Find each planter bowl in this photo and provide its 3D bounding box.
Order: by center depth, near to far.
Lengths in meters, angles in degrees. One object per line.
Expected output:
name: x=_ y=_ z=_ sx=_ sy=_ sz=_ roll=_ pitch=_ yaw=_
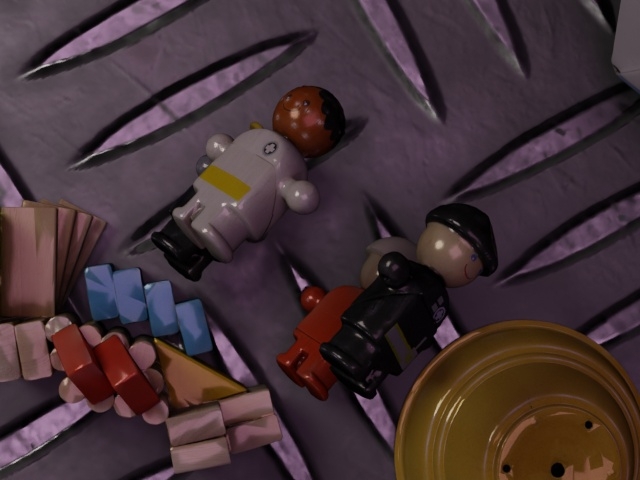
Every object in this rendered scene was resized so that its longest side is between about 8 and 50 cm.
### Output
planter bowl: x=0.173 y=0.173 z=0.901 sx=0.217 sy=0.090 sz=0.217 roll=0 pitch=90 yaw=-7

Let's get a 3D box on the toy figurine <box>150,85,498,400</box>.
toy figurine: x=0.000 y=0.000 z=0.822 sx=0.209 sy=0.213 sz=0.148 roll=43 pitch=75 yaw=-2

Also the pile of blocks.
pile of blocks: x=-0.181 y=0.055 z=0.844 sx=0.362 sy=0.112 sz=0.148 roll=25 pitch=86 yaw=-7

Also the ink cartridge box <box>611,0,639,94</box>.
ink cartridge box: x=0.419 y=-0.262 z=0.825 sx=0.396 sy=0.270 sz=0.151 roll=-32 pitch=58 yaw=-14
